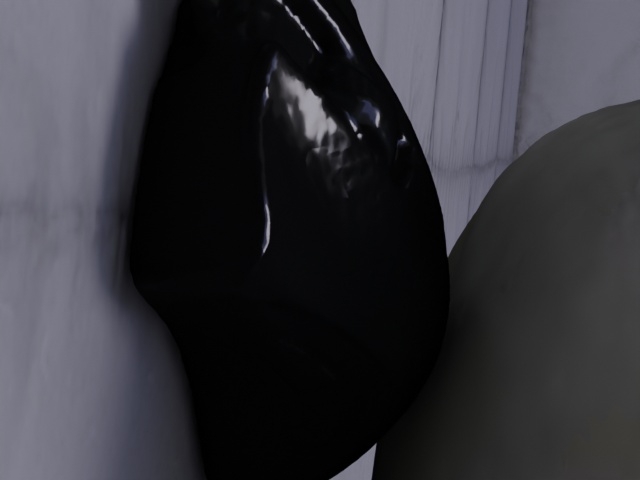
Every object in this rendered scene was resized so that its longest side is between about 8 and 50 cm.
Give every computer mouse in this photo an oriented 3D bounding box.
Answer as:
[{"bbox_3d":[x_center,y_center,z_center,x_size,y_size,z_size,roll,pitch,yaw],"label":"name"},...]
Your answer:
[{"bbox_3d":[0.000,0.000,0.509,0.264,0.088,0.147,75,20,-58],"label":"computer mouse"}]

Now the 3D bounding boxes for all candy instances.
[{"bbox_3d":[0.113,0.172,0.571,0.386,0.186,0.426,109,-21,-71],"label":"candy"}]
